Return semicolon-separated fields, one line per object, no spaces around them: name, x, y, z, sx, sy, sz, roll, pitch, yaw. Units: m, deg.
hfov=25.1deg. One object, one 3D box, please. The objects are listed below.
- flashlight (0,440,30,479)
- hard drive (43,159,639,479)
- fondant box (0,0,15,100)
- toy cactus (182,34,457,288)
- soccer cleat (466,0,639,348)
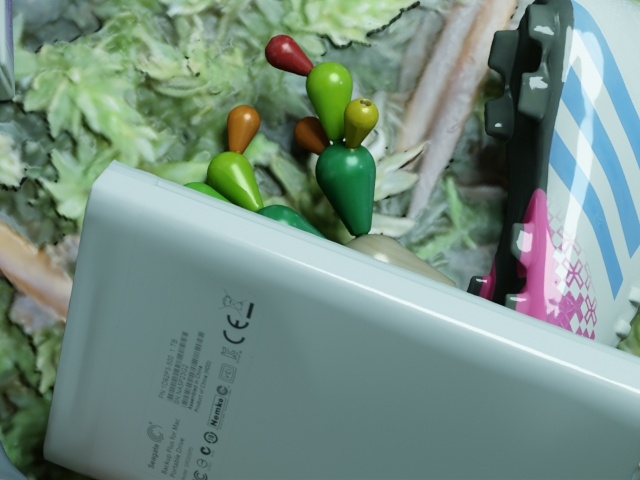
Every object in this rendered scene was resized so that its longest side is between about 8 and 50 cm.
flashlight;-0.216;0.098;0.819;0.103;0.103;0.304;-31;78;32
hard drive;0.007;0.097;0.784;0.307;0.203;0.040;20;36;5
fondant box;-0.353;-0.201;0.848;0.330;0.096;0.238;-2;82;-6
toy cactus;0.000;0.000;0.861;0.180;0.112;0.219;23;71;-12
soccer cleat;0.166;0.010;0.862;0.143;0.116;0.331;10;82;-12
